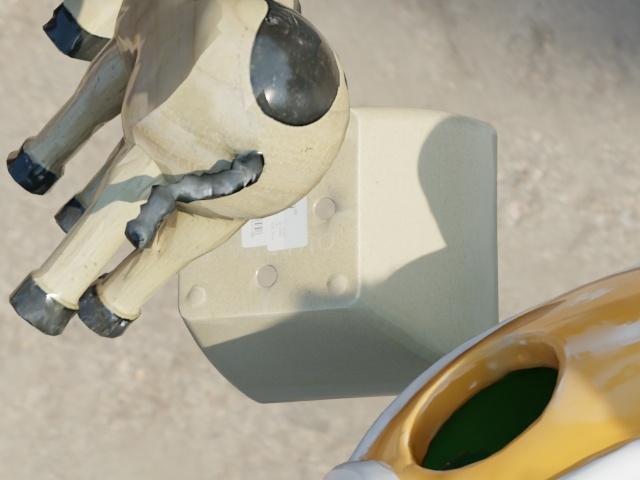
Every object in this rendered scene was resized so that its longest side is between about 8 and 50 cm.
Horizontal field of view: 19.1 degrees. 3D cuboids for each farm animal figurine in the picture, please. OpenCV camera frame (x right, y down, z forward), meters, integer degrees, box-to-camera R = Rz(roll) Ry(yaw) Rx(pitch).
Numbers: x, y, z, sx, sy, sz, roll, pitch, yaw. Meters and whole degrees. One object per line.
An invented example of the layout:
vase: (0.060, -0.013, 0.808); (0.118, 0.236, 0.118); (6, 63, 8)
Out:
farm animal figurine: (-0.092, -0.147, 0.639); (0.330, 0.327, 0.172); (45, 106, 5)

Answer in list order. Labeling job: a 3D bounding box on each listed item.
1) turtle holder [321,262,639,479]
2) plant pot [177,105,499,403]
turtle holder: (0.112, 0.155, 0.618); (0.243, 0.227, 0.320); (-115, 29, -46)
plant pot: (0.000, 0.000, 0.723); (0.109, 0.096, 0.109); (-5, 76, 25)
